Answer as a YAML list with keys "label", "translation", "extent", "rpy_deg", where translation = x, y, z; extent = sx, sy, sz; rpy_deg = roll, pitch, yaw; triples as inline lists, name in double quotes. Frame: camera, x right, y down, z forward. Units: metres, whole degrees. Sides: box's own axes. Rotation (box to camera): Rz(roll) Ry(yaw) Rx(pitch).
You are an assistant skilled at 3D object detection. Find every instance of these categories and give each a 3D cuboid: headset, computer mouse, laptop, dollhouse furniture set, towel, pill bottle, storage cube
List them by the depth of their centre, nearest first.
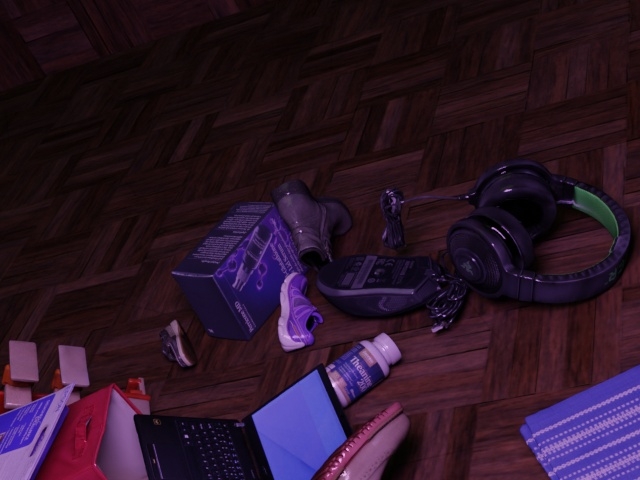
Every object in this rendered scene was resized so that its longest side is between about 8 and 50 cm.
- label: "towel"
  translation: [0.408, 0.275, 1.539]
  extent: [0.243, 0.040, 0.336]
  rpy_deg: [-26, 31, 0]
- label: "laptop"
  translation: [-0.104, 0.289, 1.782]
  extent: [0.264, 0.136, 0.234]
  rpy_deg: [7, 32, -25]
- label: "storage cube"
  translation: [-0.335, 0.363, 1.840]
  extent: [0.193, 0.215, 0.183]
  rpy_deg: [-26, 29, 16]
- label: "pill bottle"
  translation: [0.062, 0.194, 1.913]
  extent: [0.120, 0.067, 0.067]
  rpy_deg: [-35, 30, -13]
- label: "headset"
  translation: [0.278, -0.004, 1.962]
  extent: [0.394, 0.185, 0.243]
  rpy_deg: [16, 46, 19]
- label: "dollhouse furniture set"
  translation: [-0.407, 0.278, 2.001]
  extent: [0.259, 0.262, 0.135]
  rpy_deg: [8, 34, -21]
- label: "computer mouse"
  translation: [0.122, 0.085, 2.044]
  extent: [0.272, 0.072, 0.188]
  rpy_deg: [3, 35, 26]

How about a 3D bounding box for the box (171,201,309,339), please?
- label: "box"
  translation: [-0.136, 0.052, 2.219]
  extent: [0.108, 0.153, 0.207]
  rpy_deg: [3, 42, 41]

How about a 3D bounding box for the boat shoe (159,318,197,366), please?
- label: "boat shoe"
  translation: [-0.252, 0.189, 2.205]
  extent: [0.049, 0.056, 0.152]
  rpy_deg: [-33, 20, 0]

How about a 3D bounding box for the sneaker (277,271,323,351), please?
- label: "sneaker"
  translation: [-0.030, 0.123, 2.128]
  extent: [0.071, 0.068, 0.170]
  rpy_deg: [-6, 41, 7]

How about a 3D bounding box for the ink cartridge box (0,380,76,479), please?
- label: "ink cartridge box"
  translation: [-0.431, 0.311, 1.761]
  extent: [0.208, 0.045, 0.206]
  rpy_deg: [-26, 30, 34]

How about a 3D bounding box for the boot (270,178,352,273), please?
- label: "boot"
  translation: [0.000, 0.000, 2.209]
  extent: [0.083, 0.246, 0.161]
  rpy_deg: [-29, 67, 18]

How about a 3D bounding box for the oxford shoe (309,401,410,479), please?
- label: "oxford shoe"
  translation: [0.029, 0.364, 1.632]
  extent: [0.348, 0.130, 0.123]
  rpy_deg: [-51, -4, -24]
